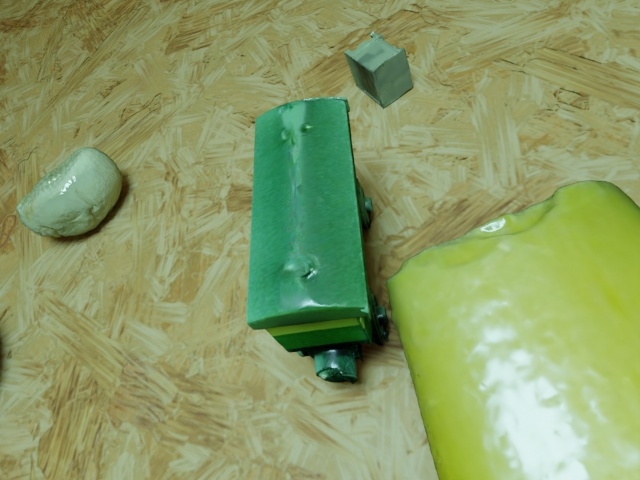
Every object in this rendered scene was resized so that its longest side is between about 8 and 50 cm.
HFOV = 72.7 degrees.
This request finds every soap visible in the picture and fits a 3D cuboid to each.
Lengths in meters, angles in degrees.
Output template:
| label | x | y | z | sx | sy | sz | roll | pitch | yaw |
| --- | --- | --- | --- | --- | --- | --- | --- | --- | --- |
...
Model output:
| label | x | y | z | sx | sy | sz | roll | pitch | yaw |
| --- | --- | --- | --- | --- | --- | --- | --- | --- | --- |
| soap | 0.246 | 0.159 | 0.359 | 0.307 | 0.115 | 0.426 | -18 | 56 | 3 |

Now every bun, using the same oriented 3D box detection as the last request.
| label | x | y | z | sx | sy | sz | roll | pitch | yaw |
| --- | --- | --- | --- | --- | --- | --- | --- | --- | --- |
| bun | -0.432 | -0.075 | 0.764 | 0.188 | 0.111 | 0.164 | -44 | 38 | -4 |

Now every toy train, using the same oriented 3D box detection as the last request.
| label | x | y | z | sx | sy | sz | roll | pitch | yaw |
| --- | --- | --- | --- | --- | --- | --- | --- | --- | --- |
| toy train | 0.000 | 0.000 | 0.495 | 0.120 | 0.202 | 0.300 | -9 | 58 | 10 |

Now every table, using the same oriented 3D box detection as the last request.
| label | x | y | z | sx | sy | sz | roll | pitch | yaw |
| --- | --- | --- | --- | --- | --- | --- | --- | --- | --- |
| table | 0.093 | -0.275 | 0.695 | 0.062 | 0.079 | 0.083 | -37 | 53 | -1 |
